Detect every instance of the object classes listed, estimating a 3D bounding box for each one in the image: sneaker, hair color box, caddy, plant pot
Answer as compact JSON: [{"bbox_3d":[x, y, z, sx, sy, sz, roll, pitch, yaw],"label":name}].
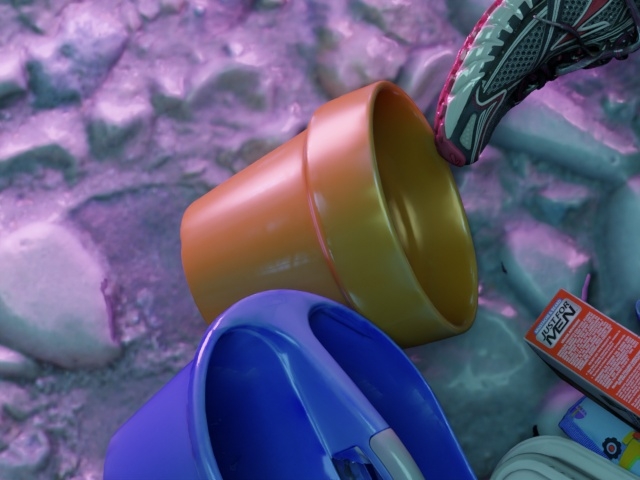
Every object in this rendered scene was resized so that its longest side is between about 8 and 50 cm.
[{"bbox_3d":[0.201,-0.172,1.174,0.112,0.121,0.299,41,79,8],"label":"sneaker"},{"bbox_3d":[0.239,0.110,1.075,0.053,0.093,0.167,-51,51,-3],"label":"hair color box"},{"bbox_3d":[0.012,0.201,0.994,0.179,0.241,0.341,-36,75,39],"label":"caddy"},{"bbox_3d":[0.000,0.000,1.157,0.188,0.205,0.205,-18,78,21],"label":"plant pot"}]

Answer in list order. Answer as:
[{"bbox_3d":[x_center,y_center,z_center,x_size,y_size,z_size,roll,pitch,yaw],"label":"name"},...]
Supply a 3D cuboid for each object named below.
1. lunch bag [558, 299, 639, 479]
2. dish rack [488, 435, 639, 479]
[{"bbox_3d":[0.342,0.151,1.114,0.221,0.138,0.293,-44,68,2],"label":"lunch bag"},{"bbox_3d":[0.176,0.333,1.058,0.285,0.072,0.333,28,94,35],"label":"dish rack"}]
